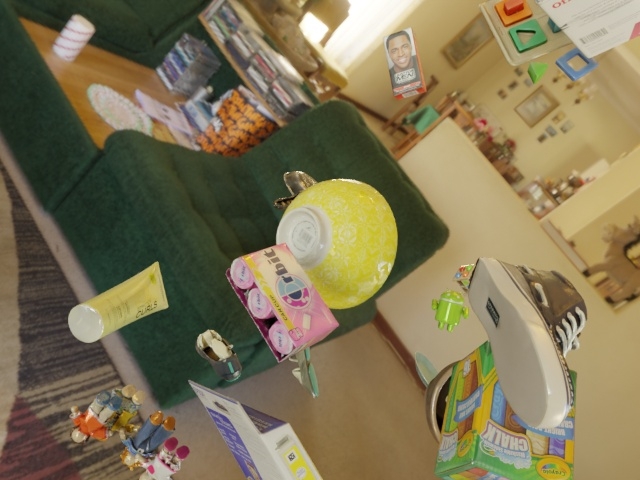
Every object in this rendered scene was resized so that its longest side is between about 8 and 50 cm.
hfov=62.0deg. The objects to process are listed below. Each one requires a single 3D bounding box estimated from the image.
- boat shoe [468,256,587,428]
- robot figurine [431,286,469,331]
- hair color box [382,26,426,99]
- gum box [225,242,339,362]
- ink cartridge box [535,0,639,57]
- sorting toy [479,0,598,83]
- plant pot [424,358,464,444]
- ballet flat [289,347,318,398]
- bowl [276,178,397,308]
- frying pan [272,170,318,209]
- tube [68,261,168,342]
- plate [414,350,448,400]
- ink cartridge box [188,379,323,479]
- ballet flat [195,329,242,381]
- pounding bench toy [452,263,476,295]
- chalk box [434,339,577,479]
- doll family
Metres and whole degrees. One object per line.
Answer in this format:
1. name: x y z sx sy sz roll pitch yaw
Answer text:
1. boat shoe: 0.342 0.137 0.799 0.158 0.127 0.341 6 31 -3
2. robot figurine: 0.350 0.187 1.442 0.101 0.115 0.067 15 -2 9
3. hair color box: 0.192 -0.402 1.216 0.043 0.071 0.141 0 79 -67
4. gum box: -0.068 0.097 0.911 0.107 0.062 0.188 -18 68 -45
5. ink cartridge box: 0.503 -0.443 0.950 0.217 0.158 0.092 16 66 -40
6. sorting toy: 0.471 -0.494 1.165 0.047 0.195 0.348 58 13 -69
7. plant pot: 0.380 0.442 1.420 0.263 0.263 0.229 49 -13 1
8. ballet flat: -0.055 0.365 1.580 0.072 0.068 0.213 -26 105 -79
9. bowl: 0.000 0.000 1.125 0.156 0.289 0.290 10 43 -52
10. frying pan: -0.056 -0.134 1.432 0.326 0.053 0.197 21 32 -57
11. tube: -0.328 0.104 0.914 0.062 0.070 0.240 33 14 5
12. plate: 0.366 0.458 1.786 0.188 0.024 0.188 47 17 -19
13. ink cartridge box: -0.114 0.397 1.027 0.072 0.303 0.307 -31 99 -29
14. ballet flat: -0.240 0.245 1.223 0.074 0.074 0.203 32 -2 -37
15. pounding bench toy: 0.382 0.095 1.325 0.065 0.083 0.052 51 57 -16
16. chalk box: 0.325 0.362 0.955 0.179 0.180 0.289 21 58 0
17. doll family: -0.386 0.401 1.100 0.263 0.163 0.118 40 22 -7
